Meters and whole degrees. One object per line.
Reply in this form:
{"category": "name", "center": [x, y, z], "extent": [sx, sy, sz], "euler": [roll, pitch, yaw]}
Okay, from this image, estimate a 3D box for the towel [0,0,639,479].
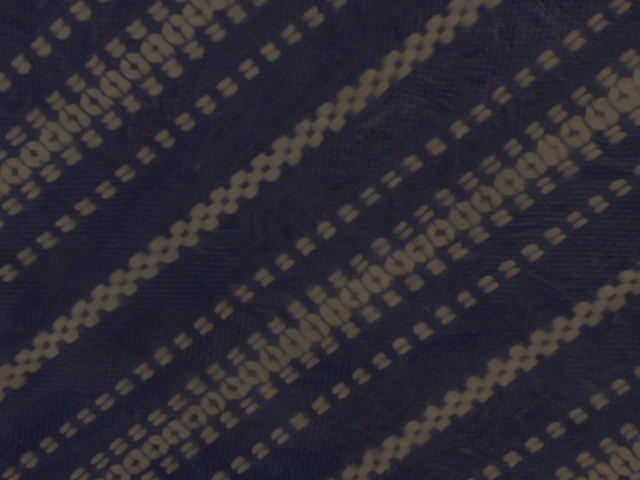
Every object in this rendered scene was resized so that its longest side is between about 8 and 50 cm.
{"category": "towel", "center": [0.000, 0.000, 0.406], "extent": [0.243, 0.040, 0.336], "euler": [-39, -75, 19]}
